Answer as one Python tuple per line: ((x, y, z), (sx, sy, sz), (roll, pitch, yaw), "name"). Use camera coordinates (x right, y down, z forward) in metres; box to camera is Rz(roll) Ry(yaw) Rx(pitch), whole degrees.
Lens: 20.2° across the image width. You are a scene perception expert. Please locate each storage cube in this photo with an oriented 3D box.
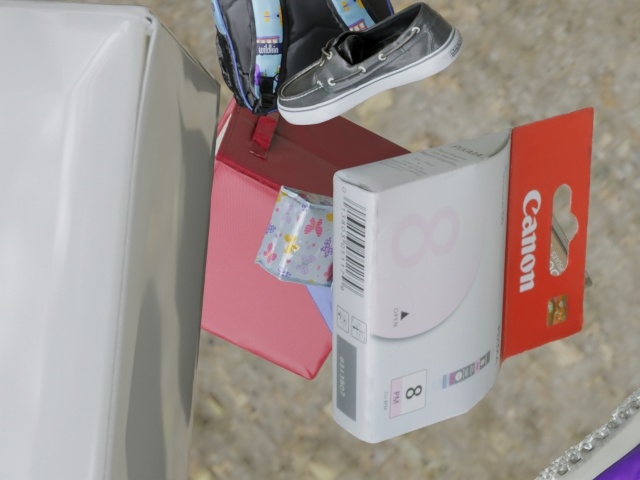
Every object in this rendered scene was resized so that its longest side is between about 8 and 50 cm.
((-0.040, -0.014, 1.762), (0.193, 0.183, 0.215), (26, 122, -7), "storage cube")

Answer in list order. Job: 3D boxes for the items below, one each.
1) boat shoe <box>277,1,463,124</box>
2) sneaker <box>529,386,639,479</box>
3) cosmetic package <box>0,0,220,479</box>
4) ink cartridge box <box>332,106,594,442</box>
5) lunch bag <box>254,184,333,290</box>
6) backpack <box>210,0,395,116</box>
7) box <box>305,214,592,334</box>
((0.024, -0.116, 1.148), (0.142, 0.049, 0.040), (-19, 128, 34), "boat shoe")
((0.237, 0.193, 1.273), (0.146, 0.293, 0.102), (50, 160, 5), "sneaker")
((-0.152, 0.103, 0.636), (0.197, 0.155, 0.365), (6, 85, 7), "cosmetic package")
((0.114, 0.020, 1.248), (0.066, 0.232, 0.189), (34, 131, 52), "ink cartridge box")
((0.000, 0.000, 1.450), (0.053, 0.083, 0.071), (32, 104, 47), "lunch bag")
((-0.024, -0.212, 1.537), (0.117, 0.158, 0.173), (-123, 14, -69), "backpack")
((0.098, 0.034, 1.517), (0.225, 0.036, 0.136), (-32, 83, 21), "box")
